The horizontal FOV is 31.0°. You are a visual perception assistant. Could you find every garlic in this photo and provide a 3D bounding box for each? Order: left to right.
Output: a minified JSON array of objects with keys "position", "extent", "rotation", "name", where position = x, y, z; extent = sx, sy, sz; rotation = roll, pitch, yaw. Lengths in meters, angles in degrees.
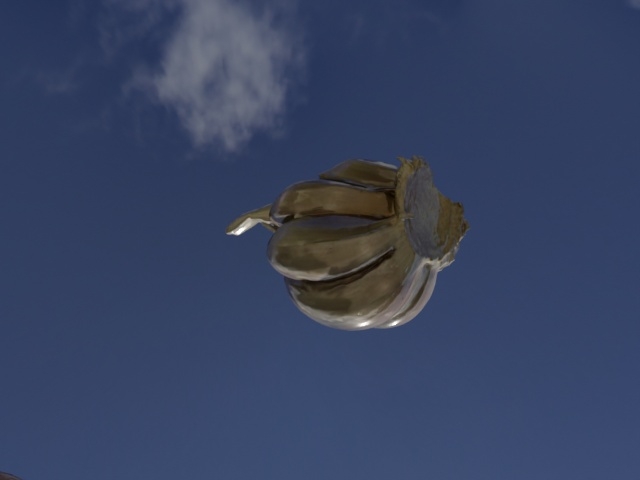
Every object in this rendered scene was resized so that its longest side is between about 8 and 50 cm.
[{"position":[0.000,0.000,0.859],"extent":[0.194,0.131,0.127],"rotation":[8,-104,32],"name":"garlic"}]

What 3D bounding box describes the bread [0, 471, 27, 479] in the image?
[{"position":[-0.240,0.274,0.655],"extent":[0.398,0.398,0.215],"rotation":[34,-81,-4],"name":"bread"}]
